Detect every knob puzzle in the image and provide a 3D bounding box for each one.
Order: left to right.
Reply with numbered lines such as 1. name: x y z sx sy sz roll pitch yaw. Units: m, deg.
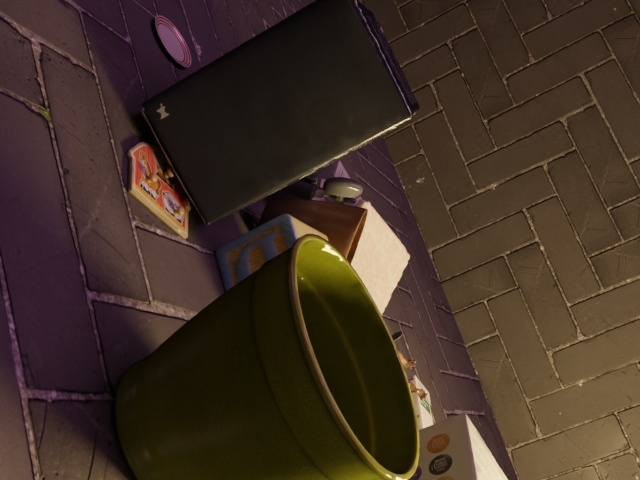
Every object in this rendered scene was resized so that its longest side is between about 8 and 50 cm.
1. knob puzzle: -0.313 -0.122 1.515 0.213 0.030 0.213 53 20 -30

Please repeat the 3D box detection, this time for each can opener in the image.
1. can opener: -0.029 -0.162 2.004 0.095 0.284 0.076 109 -3 -47

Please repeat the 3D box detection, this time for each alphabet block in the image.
1. alphabet block: -0.080 0.081 1.636 0.197 0.194 0.192 30 40 -61

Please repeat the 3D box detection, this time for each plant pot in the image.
1. plant pot: -0.094 0.228 1.122 0.366 0.353 0.366 55 19 -30
2. plant pot: -0.029 -0.014 1.835 0.231 0.215 0.215 20 18 7

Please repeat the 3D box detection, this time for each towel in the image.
1. towel: 0.104 0.102 2.055 0.317 0.053 0.331 46 67 -50

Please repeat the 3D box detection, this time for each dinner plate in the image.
1. dinner plate: -0.368 -0.490 1.884 0.141 0.017 0.141 54 19 -29

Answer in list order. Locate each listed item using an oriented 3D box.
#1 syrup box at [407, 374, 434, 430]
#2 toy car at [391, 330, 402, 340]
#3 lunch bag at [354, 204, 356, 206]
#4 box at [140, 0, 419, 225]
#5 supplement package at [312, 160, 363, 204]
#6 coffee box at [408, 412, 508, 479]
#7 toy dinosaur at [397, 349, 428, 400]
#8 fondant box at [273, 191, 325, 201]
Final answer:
1. syrup box: 0.268 0.516 2.199 0.093 0.096 0.236 53 22 -32
2. toy car: 0.108 0.271 1.879 0.148 0.189 0.155 61 29 -14
3. lunch bag: 0.102 -0.028 2.156 0.151 0.096 0.128 56 17 -56
4. box: -0.057 -0.297 1.690 0.297 0.480 0.472 62 14 -4
5. supplement package: 0.056 -0.101 2.365 0.244 0.139 0.134 59 20 -19
6. coffee box: 0.230 0.624 1.536 0.338 0.338 0.334 56 19 -24
7. toy dinosaur: 0.185 0.354 2.155 0.200 0.127 0.295 48 17 -24
8. fondant box: 0.000 0.000 2.141 0.330 0.096 0.238 46 25 -47
